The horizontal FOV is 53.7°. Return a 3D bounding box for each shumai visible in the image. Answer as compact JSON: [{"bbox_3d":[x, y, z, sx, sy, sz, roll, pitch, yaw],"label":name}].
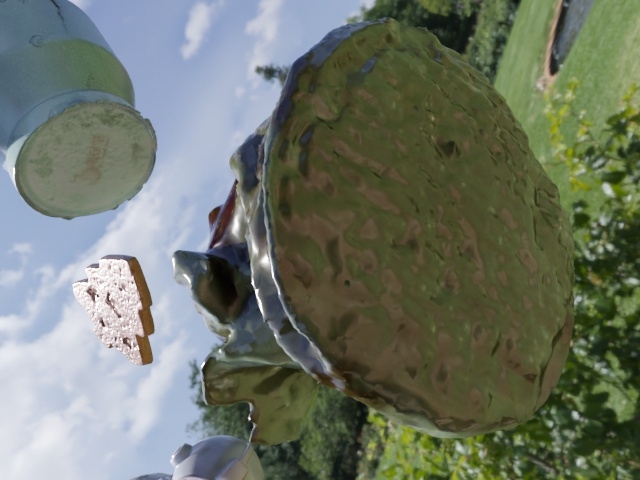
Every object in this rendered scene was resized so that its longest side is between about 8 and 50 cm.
[{"bbox_3d":[0.016,0.008,0.547,0.288,0.292,0.329,144,135,-60],"label":"shumai"}]

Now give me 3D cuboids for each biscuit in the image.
[{"bbox_3d":[-0.461,0.141,1.462,0.043,0.284,0.306,-28,-23,-47],"label":"biscuit"}]

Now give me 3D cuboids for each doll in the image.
[{"bbox_3d":[-0.168,0.326,0.770,0.287,0.151,0.151,-43,9,32],"label":"doll"}]

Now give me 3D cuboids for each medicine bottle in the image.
[{"bbox_3d":[-0.389,-0.194,0.934,0.245,0.290,0.245,-26,-37,-21],"label":"medicine bottle"}]
